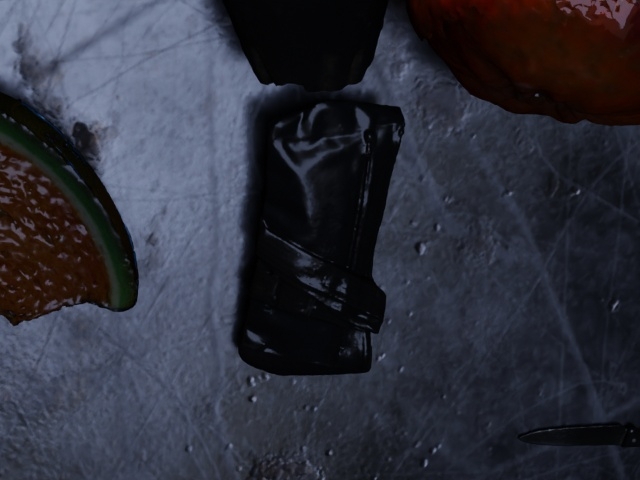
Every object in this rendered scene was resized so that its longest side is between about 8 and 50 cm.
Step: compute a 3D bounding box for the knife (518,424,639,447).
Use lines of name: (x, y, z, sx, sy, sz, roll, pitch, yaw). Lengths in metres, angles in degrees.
knife: (0.262, 0.178, 1.763, 0.170, 0.010, 0.023, 0, 105, -13)

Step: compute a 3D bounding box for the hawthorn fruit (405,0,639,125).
hawthorn fruit: (0.199, -0.243, 1.516, 0.276, 0.276, 0.308, 3, 84, -15)

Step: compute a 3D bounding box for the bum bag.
bum bag: (0.000, 0.000, 1.621, 0.123, 0.060, 0.248, 3, 106, -14)

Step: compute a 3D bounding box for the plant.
plant: (-0.009, -0.243, 1.496, 0.164, 0.142, 0.256, 11, 130, 14)

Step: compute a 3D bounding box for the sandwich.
sandwich: (-0.240, -0.024, 1.549, 0.235, 0.079, 0.159, 32, 105, -16)
